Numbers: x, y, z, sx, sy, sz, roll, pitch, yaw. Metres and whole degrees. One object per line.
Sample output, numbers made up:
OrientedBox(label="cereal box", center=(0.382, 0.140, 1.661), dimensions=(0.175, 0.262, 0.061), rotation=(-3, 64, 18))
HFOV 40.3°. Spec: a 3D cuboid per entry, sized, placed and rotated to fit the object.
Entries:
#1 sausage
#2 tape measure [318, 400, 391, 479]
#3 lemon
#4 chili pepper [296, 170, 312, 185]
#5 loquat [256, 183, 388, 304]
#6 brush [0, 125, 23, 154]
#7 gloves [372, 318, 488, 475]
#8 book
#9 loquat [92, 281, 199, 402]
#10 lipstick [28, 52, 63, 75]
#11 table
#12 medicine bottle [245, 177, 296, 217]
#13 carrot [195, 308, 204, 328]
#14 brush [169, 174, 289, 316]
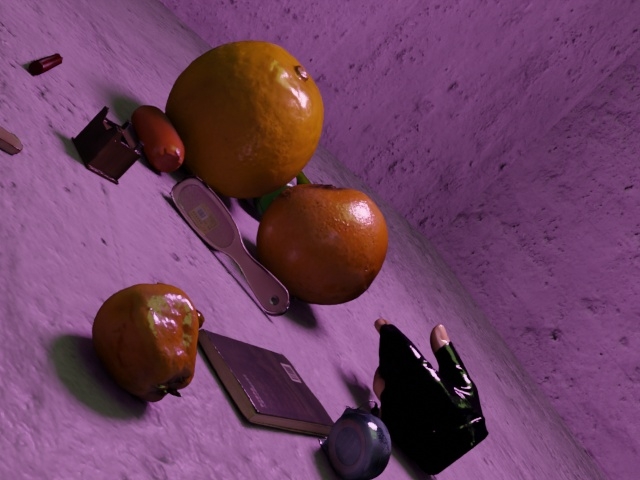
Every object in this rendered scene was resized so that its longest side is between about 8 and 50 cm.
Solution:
OrientedBox(label="sausage", center=(-0.319, -0.203, 1.709), dimensions=(0.076, 0.076, 0.197), rotation=(36, 13, -42))
OrientedBox(label="tape measure", center=(0.087, 0.312, 1.296), dimensions=(0.180, 0.104, 0.107), rotation=(33, 13, -47))
OrientedBox(label="lemon", center=(-0.156, -0.256, 1.836), dimensions=(0.348, 0.348, 0.348), rotation=(44, 11, -11))
OrientedBox(label="chili pepper", center=(-0.056, -0.189, 2.630), dimensions=(0.085, 0.076, 0.359), rotation=(3, 37, -46))
OrientedBox(label="loquat", center=(0.000, 0.000, 1.716), dimensions=(0.263, 0.263, 0.263), rotation=(44, 11, -11))
OrientedBox(label="brush", center=(-0.518, -0.202, 1.108), dimensions=(0.336, 0.020, 0.085), rotation=(38, 13, -41))
OrientedBox(label="gloves", center=(0.184, 0.267, 1.589), dimensions=(0.301, 0.197, 0.152), rotation=(56, 4, 35))
OrientedBox(label="book", center=(-0.076, 0.209, 1.273), dimensions=(0.160, 0.024, 0.228), rotation=(52, 12, 31))
OrientedBox(label="loquat", center=(-0.189, 0.113, 0.981), dimensions=(0.137, 0.113, 0.137), rotation=(-21, 90, -80))
OrientedBox(label="lipstick", center=(-0.499, -0.324, 1.600), dimensions=(0.027, 0.027, 0.176), rotation=(43, 10, -14))
OrientedBox(label="table", center=(-0.344, -0.157, 1.428), dimensions=(0.070, 0.082, 0.083), rotation=(31, 19, -52))
OrientedBox(label="medicine bottle", center=(-0.139, -0.160, 2.071), dimensions=(0.133, 0.133, 0.274), rotation=(36, 15, -42))
OrientedBox(label="carrot", center=(-0.205, 0.097, 1.157), dimensions=(0.042, 0.042, 0.171), rotation=(51, 11, 24))
OrientedBox(label="brush", center=(-0.157, 0.011, 1.585), dimensions=(0.313, 0.072, 0.067), rotation=(50, -2, 12))
